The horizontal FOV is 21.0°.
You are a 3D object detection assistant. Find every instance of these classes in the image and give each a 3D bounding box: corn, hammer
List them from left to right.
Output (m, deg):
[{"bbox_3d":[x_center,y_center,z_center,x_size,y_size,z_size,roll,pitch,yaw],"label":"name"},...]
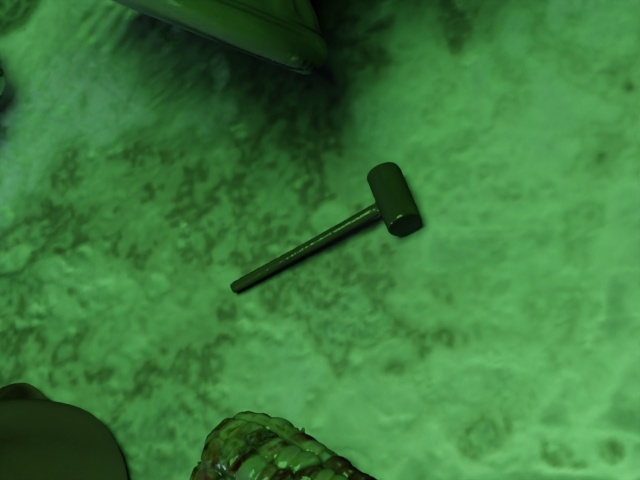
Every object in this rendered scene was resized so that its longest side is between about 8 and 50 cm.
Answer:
[{"bbox_3d":[0.000,0.000,0.911,0.110,0.019,0.035,-29,58,16],"label":"hammer"},{"bbox_3d":[0.037,0.157,0.789,0.237,0.079,0.079,28,81,27],"label":"corn"}]

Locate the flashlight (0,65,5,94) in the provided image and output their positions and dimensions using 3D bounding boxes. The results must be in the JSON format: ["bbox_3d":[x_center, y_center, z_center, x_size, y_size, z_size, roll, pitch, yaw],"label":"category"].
[{"bbox_3d":[-0.275,-0.055,1.040,0.200,0.047,0.093,-35,57,9],"label":"flashlight"}]

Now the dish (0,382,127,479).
[{"bbox_3d":[-0.211,0.152,0.889,0.213,0.090,0.213,-10,64,21],"label":"dish"}]

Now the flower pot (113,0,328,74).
[{"bbox_3d":[-0.060,-0.233,0.894,0.307,0.307,0.244,24,93,31],"label":"flower pot"}]
